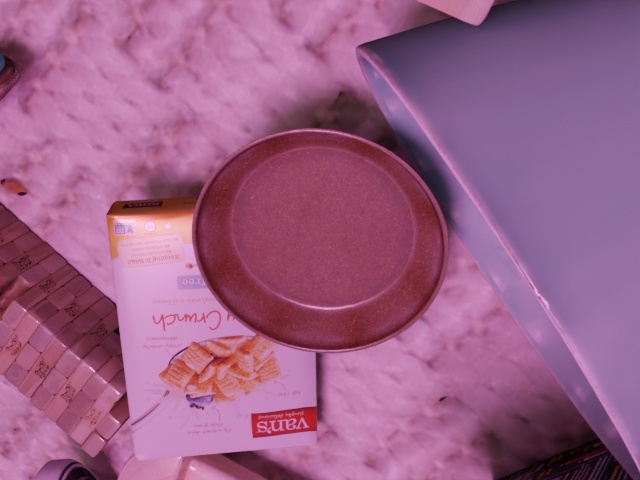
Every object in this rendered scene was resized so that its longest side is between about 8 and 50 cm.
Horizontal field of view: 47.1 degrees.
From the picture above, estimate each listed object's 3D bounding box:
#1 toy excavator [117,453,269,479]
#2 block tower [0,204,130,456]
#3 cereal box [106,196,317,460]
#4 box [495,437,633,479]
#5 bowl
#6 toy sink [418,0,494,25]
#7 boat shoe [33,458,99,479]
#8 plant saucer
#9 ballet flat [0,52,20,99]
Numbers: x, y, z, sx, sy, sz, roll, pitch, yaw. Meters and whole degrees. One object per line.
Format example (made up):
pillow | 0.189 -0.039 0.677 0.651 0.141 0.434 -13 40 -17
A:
toy excavator | 0.027 0.401 0.711 0.432 0.222 0.445 -3 95 20
block tower | -0.308 0.056 0.732 0.335 0.097 0.091 41 116 -2
cereal box | -0.090 0.080 0.659 0.173 0.047 0.240 -4 110 -5
box | 0.193 0.202 0.497 0.242 0.307 0.077 -33 76 25
bowl | 0.171 -0.028 0.452 0.163 0.311 0.312 -32 97 6
toy sink | 0.029 -0.244 0.408 0.131 0.234 0.153 15 118 -23
boat shoe | -0.209 0.363 0.803 0.104 0.113 0.306 -12 108 15
plant saucer | 0.000 0.000 0.576 0.198 0.036 0.199 3 119 6
ballet flat | -0.405 -0.133 0.701 0.316 0.107 0.106 10 133 20
